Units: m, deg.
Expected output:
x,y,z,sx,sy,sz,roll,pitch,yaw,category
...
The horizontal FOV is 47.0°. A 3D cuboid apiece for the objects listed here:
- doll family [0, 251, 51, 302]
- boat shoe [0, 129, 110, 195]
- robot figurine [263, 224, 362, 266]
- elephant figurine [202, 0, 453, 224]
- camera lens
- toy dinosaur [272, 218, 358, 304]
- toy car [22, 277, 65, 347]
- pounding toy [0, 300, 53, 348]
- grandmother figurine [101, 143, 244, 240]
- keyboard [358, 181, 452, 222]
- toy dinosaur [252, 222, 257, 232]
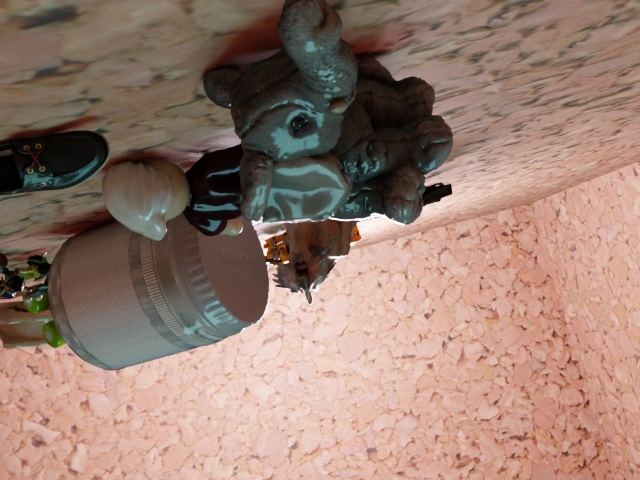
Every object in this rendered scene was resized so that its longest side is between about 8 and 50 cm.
x,y,z,sx,sy,sz,roll,pitch,yaw,category
-0.483,0.059,1.168,0.111,0.076,0.193,-13,174,35,doll family
-0.248,-0.064,0.633,0.133,0.049,0.042,-12,-176,6,boat shoe
-0.031,0.007,1.918,0.211,0.085,0.291,-19,174,35,robot figurine
-0.018,-0.096,0.593,0.169,0.186,0.239,36,-162,37,elephant figurine
-0.242,0.064,1.096,0.274,0.219,0.219,-17,175,20,camera lens
0.000,0.000,1.253,0.127,0.200,0.296,-19,174,37,toy dinosaur
-0.437,0.092,1.380,0.188,0.149,0.155,-36,174,42,toy car
-0.622,0.143,1.711,0.270,0.154,0.154,-5,-158,-12,pounding toy
-0.091,-0.067,0.881,0.342,0.104,0.208,-9,145,-33,grandmother figurine
0.173,-0.079,1.618,0.201,0.033,0.317,-26,-172,-31,keyboard
-0.151,-0.032,1.399,0.183,0.053,0.092,-14,-167,-9,toy dinosaur
